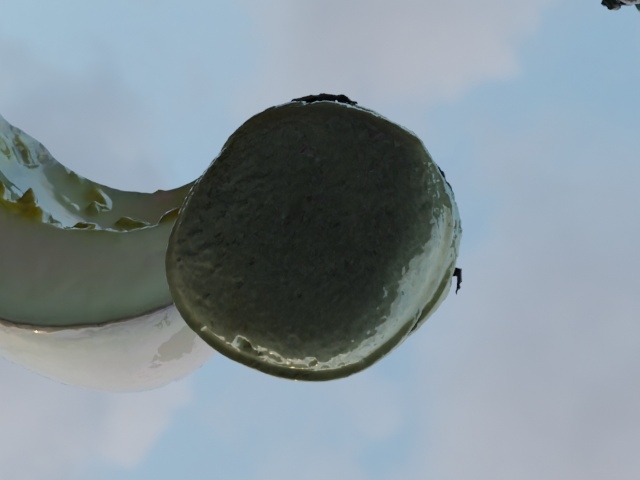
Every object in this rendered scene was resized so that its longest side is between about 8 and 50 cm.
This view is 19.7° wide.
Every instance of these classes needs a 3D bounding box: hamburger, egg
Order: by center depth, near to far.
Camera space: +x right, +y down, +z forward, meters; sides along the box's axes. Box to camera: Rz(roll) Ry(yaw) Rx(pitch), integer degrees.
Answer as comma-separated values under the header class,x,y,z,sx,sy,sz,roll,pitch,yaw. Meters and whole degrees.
class,x,y,z,sx,sy,sz,roll,pitch,yaw
hamburger,0.000,0.000,0.872,0.133,0.062,0.140,28,-94,17
egg,-0.157,0.022,1.294,0.271,0.162,0.206,2,-127,6

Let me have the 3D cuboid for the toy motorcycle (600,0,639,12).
class,x,y,z,sx,sy,sz,roll,pitch,yaw
toy motorcycle,0.286,-0.254,1.333,0.198,0.296,0.109,-25,-178,27
